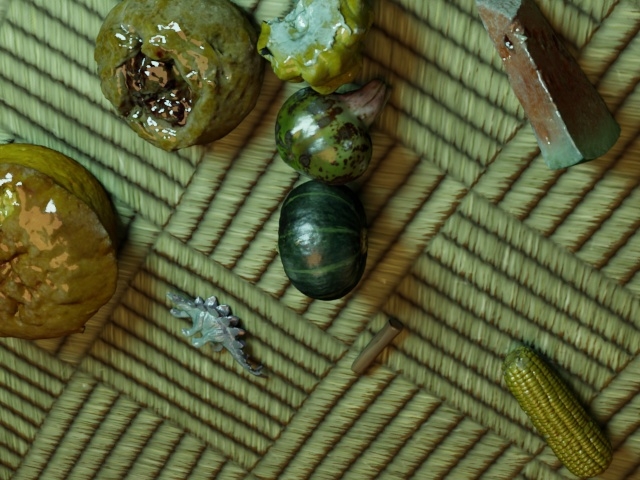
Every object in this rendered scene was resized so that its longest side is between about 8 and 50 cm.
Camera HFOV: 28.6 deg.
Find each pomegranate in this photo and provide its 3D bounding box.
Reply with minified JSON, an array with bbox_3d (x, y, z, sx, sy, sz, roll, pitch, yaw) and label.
[{"bbox_3d":[0.016,-0.149,1.633,0.138,0.125,0.163,51,117,20],"label":"pomegranate"}]

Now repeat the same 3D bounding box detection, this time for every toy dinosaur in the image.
[{"bbox_3d":[-0.152,0.145,1.913,0.082,0.039,0.209,-37,106,29],"label":"toy dinosaur"}]

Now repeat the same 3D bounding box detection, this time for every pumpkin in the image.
[{"bbox_3d":[0.003,-0.001,1.702,0.125,0.167,0.167,11,123,6],"label":"pumpkin"}]

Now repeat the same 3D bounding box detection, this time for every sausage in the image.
[{"bbox_3d":[0.082,0.160,1.865,0.026,0.026,0.116,33,124,-6],"label":"sausage"}]

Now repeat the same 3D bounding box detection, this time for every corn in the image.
[{"bbox_3d":[0.339,0.251,1.818,0.080,0.080,0.231,-32,107,29],"label":"corn"}]

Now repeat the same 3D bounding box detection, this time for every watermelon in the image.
[{"bbox_3d":[0.266,-0.200,1.541,0.094,0.154,0.241,-24,99,27],"label":"watermelon"}]

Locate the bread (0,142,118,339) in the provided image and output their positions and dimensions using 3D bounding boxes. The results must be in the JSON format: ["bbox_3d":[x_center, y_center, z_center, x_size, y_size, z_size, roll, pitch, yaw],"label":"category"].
[{"bbox_3d":[-0.436,-0.002,1.829,0.312,0.172,0.312,5,124,8],"label":"bread"}]

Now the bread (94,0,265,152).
[{"bbox_3d":[-0.188,-0.220,1.651,0.230,0.123,0.230,6,124,9],"label":"bread"}]

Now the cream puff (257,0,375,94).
[{"bbox_3d":[0.007,-0.250,1.564,0.156,0.156,0.121,-39,76,31],"label":"cream puff"}]
